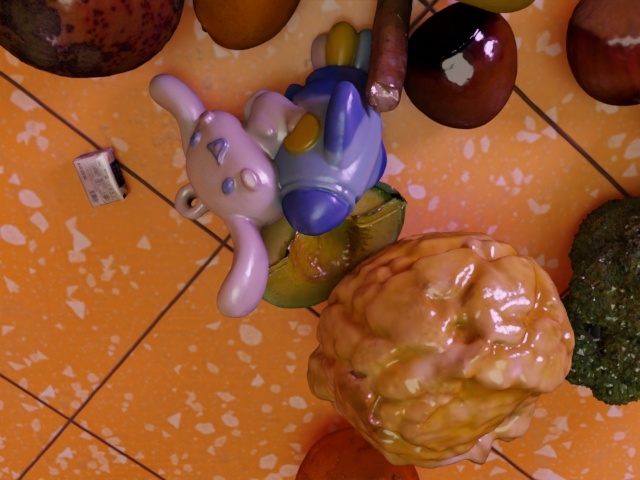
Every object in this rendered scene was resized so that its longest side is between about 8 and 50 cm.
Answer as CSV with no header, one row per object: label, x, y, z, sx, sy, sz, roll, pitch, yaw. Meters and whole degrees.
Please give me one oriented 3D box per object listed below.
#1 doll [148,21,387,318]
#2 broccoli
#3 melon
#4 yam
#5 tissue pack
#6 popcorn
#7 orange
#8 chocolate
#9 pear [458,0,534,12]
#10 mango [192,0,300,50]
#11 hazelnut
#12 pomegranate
doll,-0.048,-0.130,0.908,0.365,0.187,0.376,-25,90,7
broccoli,0.545,0.086,0.966,0.310,0.321,0.413,38,93,-22
melon,0.000,0.000,1.040,0.265,0.129,0.169,-30,147,-6
yam,0.096,-0.278,0.874,0.056,0.241,0.057,9,156,4
tissue pack,-0.352,-0.102,1.051,0.062,0.042,0.083,-14,112,10
popcorn,0.165,0.141,0.959,0.344,0.354,0.390,9,133,-7
orange,0.067,0.459,1.181,0.239,0.240,0.240,1,113,2
chocolate,0.199,-0.239,0.921,0.176,0.177,0.177,1,113,2
pear,0.137,-0.392,0.797,0.281,0.286,0.176,6,133,0
mango,-0.085,-0.352,0.866,0.120,0.151,0.221,51,131,12
hazelnut,0.436,-0.287,0.882,0.212,0.181,0.181,-34,79,14
pomegranate,-0.284,-0.378,0.803,0.285,0.285,0.341,26,116,-8
